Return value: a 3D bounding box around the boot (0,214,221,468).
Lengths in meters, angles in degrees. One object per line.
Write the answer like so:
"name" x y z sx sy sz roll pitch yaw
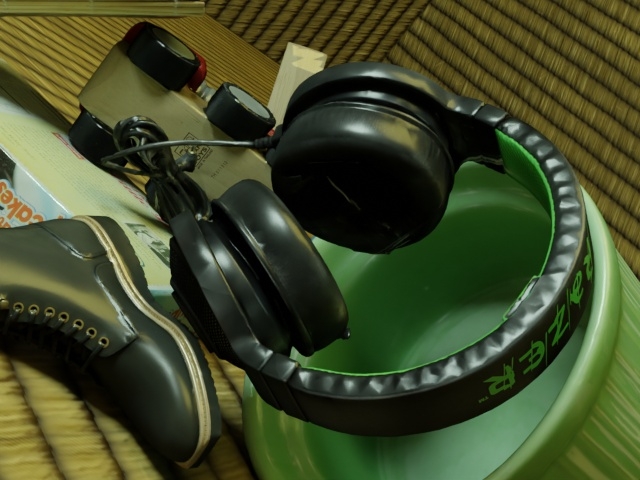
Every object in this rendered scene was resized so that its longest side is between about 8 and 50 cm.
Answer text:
"boot" -0.160 0.066 0.760 0.137 0.077 0.198 0 42 -48

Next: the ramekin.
"ramekin" 0.105 0.097 0.884 0.148 0.303 0.303 41 7 -37

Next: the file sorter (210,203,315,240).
"file sorter" -0.053 -0.006 1.246 0.170 0.118 0.104 28 18 -48

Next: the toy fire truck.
"toy fire truck" -0.085 -0.121 1.111 0.217 0.158 0.246 36 15 -9

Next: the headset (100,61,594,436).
"headset" 0.000 0.000 0.844 0.394 0.243 0.185 26 -26 34

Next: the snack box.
"snack box" -0.220 -0.044 0.979 0.322 0.060 0.187 42 11 15

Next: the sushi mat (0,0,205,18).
"sushi mat" -0.262 -0.190 0.993 0.317 0.019 0.151 -3 9 -14
